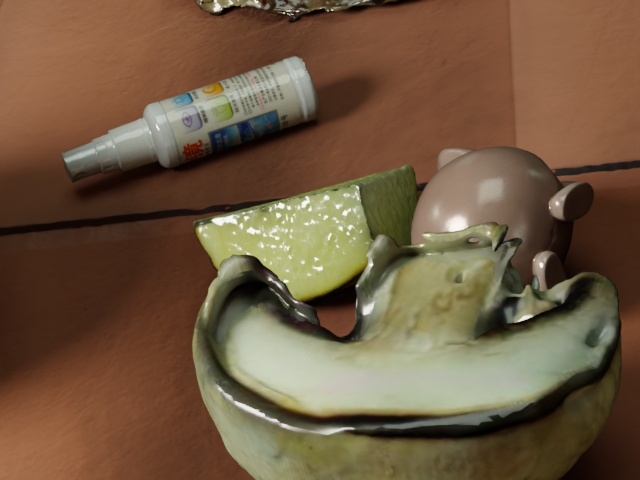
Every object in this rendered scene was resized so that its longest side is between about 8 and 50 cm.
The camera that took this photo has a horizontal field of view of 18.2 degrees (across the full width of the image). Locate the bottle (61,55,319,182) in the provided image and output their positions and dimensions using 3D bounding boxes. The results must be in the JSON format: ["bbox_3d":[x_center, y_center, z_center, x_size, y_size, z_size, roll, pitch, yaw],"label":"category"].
[{"bbox_3d":[-0.110,-0.097,1.673,0.217,0.060,0.060,-18,37,-10],"label":"bottle"}]

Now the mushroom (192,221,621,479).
[{"bbox_3d":[0.059,0.110,1.266,0.267,0.164,0.189,-7,40,2],"label":"mushroom"}]

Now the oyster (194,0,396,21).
[{"bbox_3d":[0.022,-0.283,1.863,0.361,0.096,0.221,12,50,33],"label":"oyster"}]

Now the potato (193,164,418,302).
[{"bbox_3d":[0.000,0.000,1.526,0.149,0.081,0.120,-13,2,28],"label":"potato"}]

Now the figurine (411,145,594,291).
[{"bbox_3d":[0.126,-0.007,1.444,0.138,0.125,0.125,6,38,43],"label":"figurine"}]
